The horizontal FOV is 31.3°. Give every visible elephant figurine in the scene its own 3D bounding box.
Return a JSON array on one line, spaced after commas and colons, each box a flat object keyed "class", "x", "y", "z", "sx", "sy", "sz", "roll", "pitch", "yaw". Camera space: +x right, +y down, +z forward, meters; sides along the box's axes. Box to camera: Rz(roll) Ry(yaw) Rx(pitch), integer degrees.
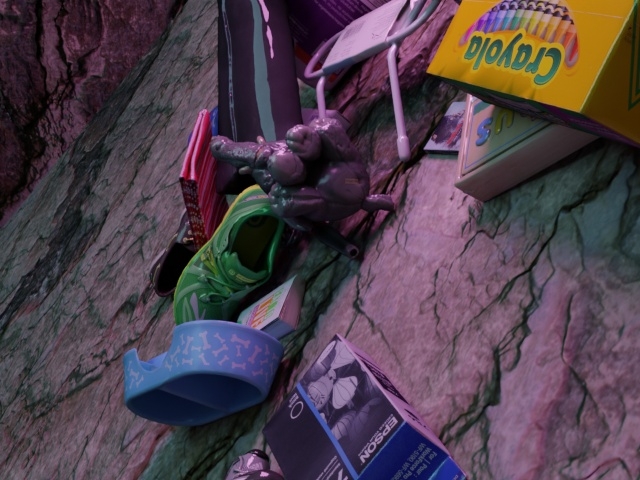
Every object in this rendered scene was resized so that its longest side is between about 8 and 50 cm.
[{"class": "elephant figurine", "x": -0.036, "y": -0.101, "z": 1.712, "sx": 0.169, "sy": 0.186, "sz": 0.239, "roll": -22, "pitch": 8, "yaw": -21}]

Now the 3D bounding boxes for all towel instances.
[{"class": "towel", "x": -0.187, "y": -0.057, "z": 1.952, "sx": 0.031, "sy": 0.275, "sz": 0.199, "roll": -2, "pitch": 40, "yaw": 8}]

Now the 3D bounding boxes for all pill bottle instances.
[{"class": "pill bottle", "x": 0.047, "y": -0.441, "z": 2.075, "sx": 0.323, "sy": 0.181, "sz": 0.181, "roll": -48, "pitch": 24, "yaw": 14}]

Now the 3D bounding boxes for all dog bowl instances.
[{"class": "dog bowl", "x": -0.179, "y": 0.201, "z": 1.666, "sx": 0.297, "sy": 0.166, "sz": 0.074, "roll": -27, "pitch": 47, "yaw": 46}]

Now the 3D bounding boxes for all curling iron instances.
[{"class": "curling iron", "x": 0.000, "y": 0.000, "z": 1.750, "sx": 0.274, "sy": 0.035, "sz": 0.068, "roll": 18, "pitch": 83, "yaw": 65}]

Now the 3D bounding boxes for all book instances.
[{"class": "book", "x": -0.083, "y": 0.120, "z": 1.751, "sx": 0.144, "sy": 0.035, "sz": 0.096, "roll": -35, "pitch": 26, "yaw": 40}]

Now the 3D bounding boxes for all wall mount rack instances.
[{"class": "wall mount rack", "x": 0.095, "y": -0.259, "z": 1.823, "sx": 0.350, "sy": 0.130, "sz": 0.304, "roll": -14, "pitch": 42, "yaw": 56}]

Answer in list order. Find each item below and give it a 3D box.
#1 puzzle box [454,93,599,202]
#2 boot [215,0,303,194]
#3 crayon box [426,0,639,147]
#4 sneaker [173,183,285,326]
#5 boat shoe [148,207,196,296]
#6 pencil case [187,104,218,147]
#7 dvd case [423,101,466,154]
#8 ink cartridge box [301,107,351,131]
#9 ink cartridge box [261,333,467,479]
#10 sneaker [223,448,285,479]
[{"class": "puzzle box", "x": 0.317, "y": -0.236, "z": 1.363, "sx": 0.409, "sy": 0.052, "sz": 0.272, "roll": -33, "pitch": 39, "yaw": 50}, {"class": "boot", "x": -0.077, "y": -0.327, "z": 1.865, "sx": 0.367, "sy": 0.146, "sz": 0.445, "roll": 141, "pitch": 131, "yaw": -63}, {"class": "crayon box", "x": 0.295, "y": -0.285, "z": 1.256, "sx": 0.313, "sy": 0.106, "sz": 0.363, "roll": -63, "pitch": 23, "yaw": 4}, {"class": "sneaker", "x": -0.147, "y": 0.047, "z": 1.827, "sx": 0.295, "sy": 0.109, "sz": 0.123, "roll": -61, "pitch": 18, "yaw": 12}, {"class": "boat shoe", "x": -0.243, "y": 0.009, "z": 2.147, "sx": 0.227, "sy": 0.081, "sz": 0.068, "roll": -55, "pitch": 25, "yaw": 17}, {"class": "pencil case", "x": -0.160, "y": -0.219, "z": 2.172, "sx": 0.133, "sy": 0.119, "sz": 0.306, "roll": -60, "pitch": 11, "yaw": -26}, {"class": "dvd case", "x": 0.199, "y": -0.159, "z": 1.616, "sx": 0.087, "sy": 0.013, "sz": 0.119, "roll": -58, "pitch": 24, "yaw": -8}, {"class": "ink cartridge box", "x": -0.062, "y": -0.136, "z": 2.037, "sx": 0.224, "sy": 0.045, "sz": 0.223, "roll": -57, "pitch": 23, "yaw": -6}, {"class": "ink cartridge box", "x": 0.037, "y": 0.241, "z": 1.315, "sx": 0.165, "sy": 0.065, "sz": 0.333, "roll": -52, "pitch": 24, "yaw": 3}, {"class": "sneaker", "x": -0.089, "y": 0.299, "z": 1.407, "sx": 0.228, "sy": 0.086, "sz": 0.132, "roll": -52, "pitch": 11, "yaw": 48}]
